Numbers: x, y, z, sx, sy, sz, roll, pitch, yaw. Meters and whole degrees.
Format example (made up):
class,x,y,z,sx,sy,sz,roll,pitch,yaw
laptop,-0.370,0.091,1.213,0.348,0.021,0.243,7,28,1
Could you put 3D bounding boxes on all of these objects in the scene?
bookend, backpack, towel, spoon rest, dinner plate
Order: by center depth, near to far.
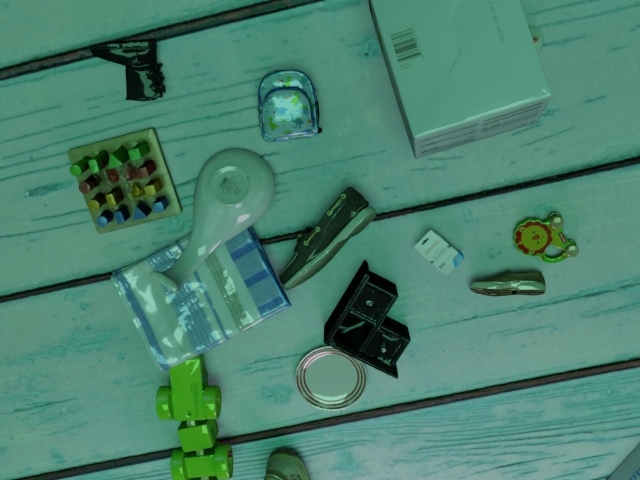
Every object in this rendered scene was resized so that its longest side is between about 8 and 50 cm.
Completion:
class,x,y,z,sx,sy,sz,roll,pitch,yaw
backpack,-0.054,-0.225,1.218,0.105,0.084,0.114,-6,106,1
spoon rest,-0.188,-0.036,1.269,0.137,0.084,0.276,34,83,5
towel,-0.221,0.092,1.326,0.285,0.034,0.209,-27,89,9
bookend,0.110,0.146,1.347,0.157,0.072,0.156,28,107,-9
dinner plate,0.021,0.266,1.419,0.141,0.017,0.141,0,108,0

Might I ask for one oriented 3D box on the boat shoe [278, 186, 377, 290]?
class,x,y,z,sx,sy,sz,roll,pitch,yaw
boat shoe,0.000,0.000,1.300,0.228,0.081,0.068,-43,77,22

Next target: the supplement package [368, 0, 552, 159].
class,x,y,z,sx,sy,sz,roll,pitch,yaw
supplement package,0.201,-0.286,1.108,0.204,0.145,0.261,-17,80,7

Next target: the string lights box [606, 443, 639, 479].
class,x,y,z,sx,sy,sz,roll,pitch,yaw
string lights box,0.718,0.522,1.459,0.260,0.077,0.133,31,106,-9

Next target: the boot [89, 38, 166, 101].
class,x,y,z,sx,sy,sz,roll,pitch,yaw
boot,-0.321,-0.284,1.227,0.121,0.045,0.099,-2,112,1

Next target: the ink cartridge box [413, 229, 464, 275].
class,x,y,z,sx,sy,sz,roll,pitch,yaw
ink cartridge box,0.213,0.018,1.323,0.083,0.028,0.048,40,105,-12

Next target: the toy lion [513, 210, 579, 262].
class,x,y,z,sx,sy,sz,roll,pitch,yaw
toy lion,0.400,-0.001,1.314,0.096,0.034,0.100,-28,106,17

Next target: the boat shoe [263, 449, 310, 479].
class,x,y,z,sx,sy,sz,roll,pitch,yaw
boat shoe,-0.044,0.562,1.473,0.105,0.089,0.285,-20,104,23

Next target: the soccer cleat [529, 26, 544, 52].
class,x,y,z,sx,sy,sz,roll,pitch,yaw
soccer cleat,0.291,-0.271,1.211,0.196,0.068,0.076,-45,146,1

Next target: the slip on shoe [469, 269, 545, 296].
class,x,y,z,sx,sy,sz,roll,pitch,yaw
slip on shoe,0.341,0.076,1.336,0.135,0.051,0.041,-1,69,10

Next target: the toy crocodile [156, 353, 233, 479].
class,x,y,z,sx,sy,sz,roll,pitch,yaw
toy crocodile,-0.239,0.362,1.421,0.115,0.105,0.340,-7,104,4

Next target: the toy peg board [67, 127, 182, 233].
class,x,y,z,sx,sy,sz,roll,pitch,yaw
toy peg board,-0.347,-0.094,1.272,0.161,0.079,0.160,-13,108,6
